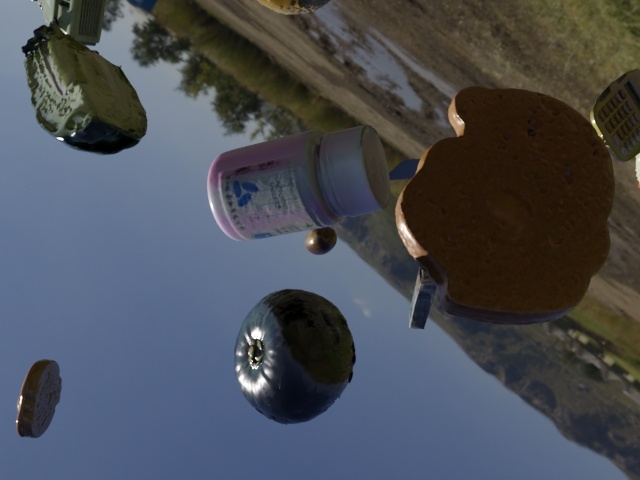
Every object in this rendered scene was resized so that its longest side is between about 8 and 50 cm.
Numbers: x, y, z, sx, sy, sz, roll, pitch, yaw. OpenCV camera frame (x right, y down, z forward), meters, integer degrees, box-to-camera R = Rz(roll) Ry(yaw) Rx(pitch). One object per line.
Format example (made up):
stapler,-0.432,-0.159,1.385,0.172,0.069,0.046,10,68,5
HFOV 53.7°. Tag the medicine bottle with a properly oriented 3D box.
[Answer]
medicine bottle,-0.032,-0.087,0.968,0.152,0.255,0.151,-9,-90,-67

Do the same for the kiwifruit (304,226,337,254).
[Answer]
kiwifruit,0.000,0.000,1.589,0.075,0.075,0.124,36,164,-8

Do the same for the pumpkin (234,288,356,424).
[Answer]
pumpkin,-0.050,0.198,1.086,0.163,0.233,0.233,11,-157,-40

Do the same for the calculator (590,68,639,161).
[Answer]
calculator,0.656,-0.266,1.362,0.157,0.236,0.033,55,149,-9

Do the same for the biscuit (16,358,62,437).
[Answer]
biscuit,-0.608,0.334,1.356,0.050,0.170,0.170,9,-171,-3

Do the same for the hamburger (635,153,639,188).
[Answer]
hamburger,0.873,-0.159,1.487,0.151,0.227,0.295,-57,-56,-78

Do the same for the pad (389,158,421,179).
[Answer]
pad,0.278,-0.206,1.823,0.190,0.127,0.004,-7,-109,-32

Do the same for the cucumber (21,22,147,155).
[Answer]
cucumber,-0.343,-0.197,0.924,0.145,0.105,0.325,28,-164,-43

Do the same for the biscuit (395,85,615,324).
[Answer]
biscuit,0.325,-0.063,1.076,0.350,0.455,0.078,27,158,11

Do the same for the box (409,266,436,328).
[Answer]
box,0.220,0.122,1.361,0.041,0.049,0.207,2,145,2

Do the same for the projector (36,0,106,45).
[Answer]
projector,-0.475,-0.499,1.165,0.088,0.193,0.269,-7,-138,-39

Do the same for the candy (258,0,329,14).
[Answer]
candy,-0.051,-0.582,1.255,0.260,0.259,0.118,40,-162,21
